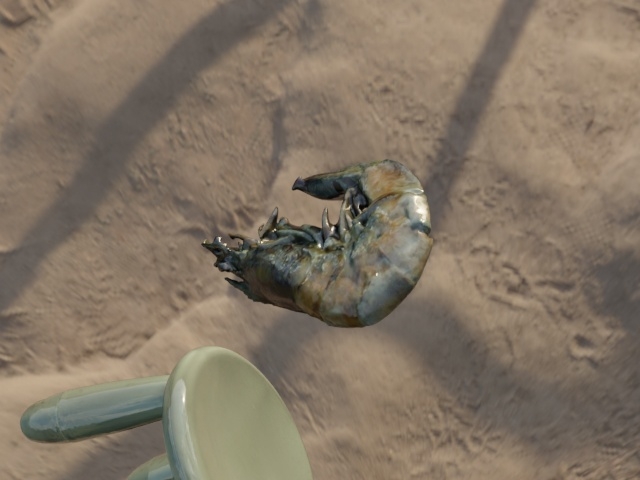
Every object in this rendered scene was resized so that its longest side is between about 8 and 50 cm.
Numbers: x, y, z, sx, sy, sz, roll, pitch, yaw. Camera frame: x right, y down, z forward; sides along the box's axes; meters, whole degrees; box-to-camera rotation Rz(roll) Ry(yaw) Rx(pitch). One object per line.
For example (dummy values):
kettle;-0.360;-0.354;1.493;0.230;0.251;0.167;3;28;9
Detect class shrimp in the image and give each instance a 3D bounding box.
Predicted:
shrimp;0.000;0.000;0.580;0.161;0.034;0.091;5;64;50

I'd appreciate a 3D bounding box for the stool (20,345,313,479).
stool;-0.130;0.215;0.950;0.198;0.195;0.195;-29;42;21
